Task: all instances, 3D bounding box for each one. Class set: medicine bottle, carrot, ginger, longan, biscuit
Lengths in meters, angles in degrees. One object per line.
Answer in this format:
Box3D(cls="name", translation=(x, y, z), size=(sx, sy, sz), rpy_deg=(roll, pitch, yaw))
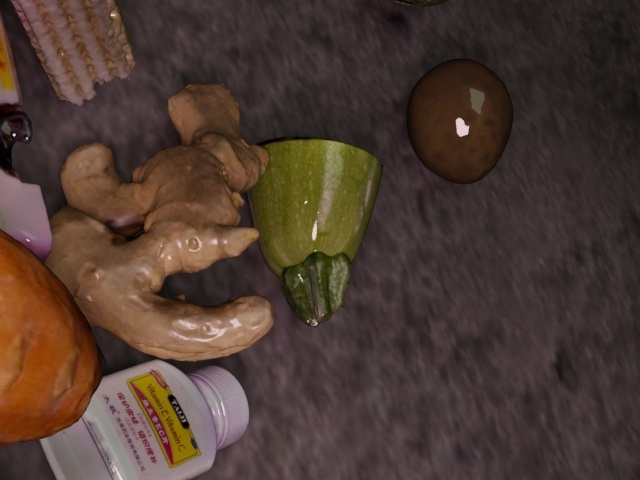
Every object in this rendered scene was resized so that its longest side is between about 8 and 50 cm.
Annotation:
Box3D(cls="medicine bottle", translation=(-0.099, 0.112, 0.773), size=(0.118, 0.055, 0.074), rpy_deg=(-14, 70, -51))
Box3D(cls="carrot", translation=(-0.204, 0.023, 0.610), size=(0.225, 0.159, 0.159), rpy_deg=(21, 47, -18))
Box3D(cls="ginger", translation=(-0.104, -0.030, 0.847), size=(0.149, 0.065, 0.259), rpy_deg=(7, 41, -8))
Box3D(cls="longan", translation=(0.121, -0.101, 1.145), size=(0.113, 0.092, 0.113), rpy_deg=(-6, 90, -87))
Box3D(cls="biscuit", translation=(-0.170, -0.188, 0.816), size=(0.061, 0.239, 0.108), rpy_deg=(-17, 66, -4))

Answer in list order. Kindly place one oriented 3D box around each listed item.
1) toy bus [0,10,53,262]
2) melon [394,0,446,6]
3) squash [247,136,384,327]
Box3D(cls="toy bus", translation=(-0.236, -0.098, 0.764), size=(0.112, 0.090, 0.274), rpy_deg=(2, 61, -39))
Box3D(cls="melon", translation=(0.081, -0.291, 1.207), size=(0.192, 0.139, 0.139), rpy_deg=(37, 40, -15))
Box3D(cls="squash", translation=(-0.007, 0.004, 0.941), size=(0.105, 0.105, 0.132), rpy_deg=(17, 66, -38))
